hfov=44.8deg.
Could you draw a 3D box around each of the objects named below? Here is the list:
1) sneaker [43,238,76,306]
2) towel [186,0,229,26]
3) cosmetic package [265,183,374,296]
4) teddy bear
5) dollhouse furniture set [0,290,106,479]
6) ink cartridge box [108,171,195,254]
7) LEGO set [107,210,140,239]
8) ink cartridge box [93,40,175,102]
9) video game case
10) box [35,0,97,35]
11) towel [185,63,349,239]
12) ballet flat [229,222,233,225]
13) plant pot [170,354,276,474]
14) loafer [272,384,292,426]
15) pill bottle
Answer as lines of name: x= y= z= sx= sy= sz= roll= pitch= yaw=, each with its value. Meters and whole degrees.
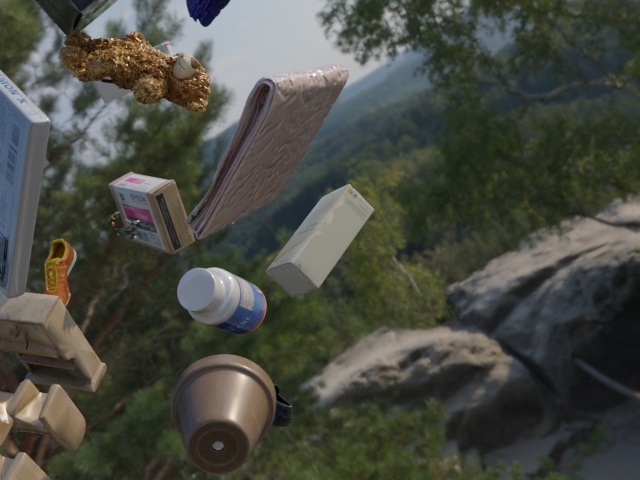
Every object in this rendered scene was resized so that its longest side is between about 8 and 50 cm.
sneaker: x=-0.560 y=0.077 z=1.631 sx=0.064 sy=0.175 sz=0.067 roll=-12 pitch=-33 yaw=11
towel: x=-0.311 y=-0.724 z=2.084 sx=0.076 sy=0.228 sz=0.308 roll=-15 pitch=3 yaw=-23
cosmetic package: x=0.000 y=0.000 z=2.169 sx=0.309 sy=0.113 sz=0.160 roll=-53 pitch=16 yaw=-30
teddy bear: x=-0.401 y=-0.386 z=1.704 sx=0.245 sy=0.338 sz=0.113 roll=-76 pitch=6 yaw=-64
dollhouse furniture set: x=-0.609 y=0.330 z=1.492 sx=0.362 sy=0.256 sz=0.394 roll=4 pitch=50 yaw=16
ink cartridge box: x=-0.477 y=-0.079 z=2.188 sx=0.234 sy=0.193 sz=0.088 roll=13 pitch=38 yaw=45
LEGO set: x=-0.400 y=-0.024 z=1.586 sx=0.054 sy=0.083 sz=0.023 roll=-45 pitch=44 yaw=20
ink cartridge box: x=-0.522 y=-0.479 z=2.205 sx=0.218 sy=0.092 sz=0.158 roll=-21 pitch=17 yaw=4
video game case: x=-0.534 y=-0.123 z=1.226 sx=0.036 sy=0.300 sz=0.329 roll=-18 pitch=-41 yaw=-45
box: x=-0.489 y=-0.627 z=1.660 sx=0.293 sy=0.212 sz=0.395 roll=-44 pitch=19 yaw=-11
towel: x=-0.091 y=-0.173 z=1.398 sx=0.317 sy=0.053 sz=0.332 roll=-57 pitch=-9 yaw=26
ballet flat: x=-0.186 y=-0.115 z=1.950 sx=0.091 sy=0.077 sz=0.241 roll=-33 pitch=10 yaw=49
plant pot: x=-0.236 y=0.438 z=1.865 sx=0.263 sy=0.263 sz=0.229 roll=-30 pitch=17 yaw=5
loafer: x=-0.146 y=0.435 z=2.185 sx=0.076 sy=0.078 sz=0.223 roll=12 pitch=17 yaw=-41
pill bottle: x=-0.215 y=0.129 z=1.680 sx=0.124 sy=0.124 sz=0.221 roll=-29 pitch=-24 yaw=13
